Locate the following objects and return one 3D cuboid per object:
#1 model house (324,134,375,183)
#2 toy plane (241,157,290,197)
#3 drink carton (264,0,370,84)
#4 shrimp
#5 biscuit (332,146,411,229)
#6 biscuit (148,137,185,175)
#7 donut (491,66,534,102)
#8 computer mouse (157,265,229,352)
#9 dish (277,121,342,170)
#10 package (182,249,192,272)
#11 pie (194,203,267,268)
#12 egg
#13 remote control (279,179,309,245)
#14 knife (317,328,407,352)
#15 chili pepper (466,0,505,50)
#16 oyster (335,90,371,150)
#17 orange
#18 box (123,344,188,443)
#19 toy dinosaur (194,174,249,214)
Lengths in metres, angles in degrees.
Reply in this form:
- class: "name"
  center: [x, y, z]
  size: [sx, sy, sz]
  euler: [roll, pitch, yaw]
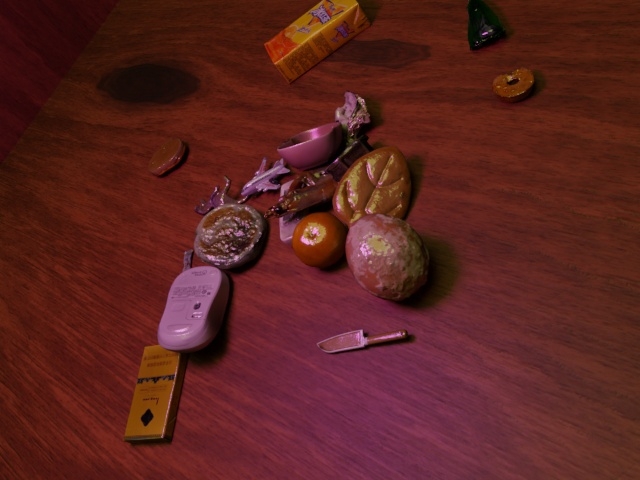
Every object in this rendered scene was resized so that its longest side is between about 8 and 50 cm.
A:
- class: "model house"
  center: [0.117, -0.201, 1.698]
  size: [0.165, 0.106, 0.152]
  euler: [-45, 85, 5]
- class: "toy plane"
  center: [-0.177, -0.191, 1.901]
  size: [0.171, 0.065, 0.162]
  euler: [-40, 43, 11]
- class: "drink carton"
  center: [-0.013, -0.720, 2.105]
  size: [0.351, 0.111, 0.154]
  euler: [-33, 49, 11]
- class: "shrimp"
  center: [-0.049, -0.148, 1.736]
  size: [0.287, 0.063, 0.152]
  euler: [-25, 52, -15]
- class: "biscuit"
  center: [0.146, -0.136, 1.605]
  size: [0.203, 0.041, 0.260]
  euler: [25, 84, 14]
- class: "biscuit"
  center: [-0.572, -0.315, 2.263]
  size: [0.170, 0.050, 0.170]
  euler: [-24, 43, 24]
- class: "donut"
  center: [0.514, -0.406, 1.591]
  size: [0.108, 0.043, 0.097]
  euler: [-11, 56, 27]
- class: "computer mouse"
  center: [-0.358, 0.208, 1.735]
  size: [0.184, 0.121, 0.297]
  euler: [-10, 39, 11]
- class: "dish"
  center: [-0.022, -0.275, 1.801]
  size: [0.213, 0.090, 0.213]
  euler: [-20, 19, 7]
- class: "package"
  center: [-0.430, 0.081, 1.933]
  size: [0.037, 0.015, 0.110]
  euler: [-14, 56, 20]
- class: "pie"
  center: [-0.275, -0.016, 1.827]
  size: [0.241, 0.054, 0.240]
  euler: [-6, 57, 10]
- class: "egg"
  center: [0.158, 0.037, 1.449]
  size: [0.195, 0.195, 0.233]
  euler: [-43, 61, 3]
- class: "remote control"
  center: [-0.074, -0.086, 1.775]
  size: [0.090, 0.049, 0.230]
  euler: [-19, 48, 22]
- class: "knife"
  center: [0.099, 0.242, 1.468]
  size: [0.256, 0.022, 0.046]
  euler: [-16, 61, 30]
- class: "chili pepper"
  center: [0.467, -0.641, 1.762]
  size: [0.108, 0.062, 0.216]
  euler: [-23, 49, 20]
- class: "oyster"
  center: [0.097, -0.359, 1.833]
  size: [0.163, 0.081, 0.191]
  euler: [6, 79, 63]
- class: "orange"
  center: [0.000, 0.000, 1.626]
  size: [0.155, 0.134, 0.154]
  euler: [-3, 79, 17]
- class: "box"
  center: [-0.467, 0.431, 1.715]
  size: [0.153, 0.041, 0.279]
  euler: [-12, 56, 27]
- class: "toy dinosaur"
  center: [-0.313, -0.095, 1.948]
  size: [0.200, 0.072, 0.251]
  euler: [-51, 58, 10]
